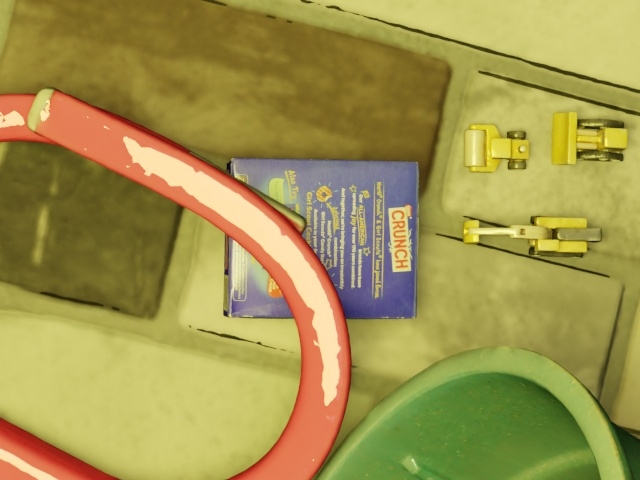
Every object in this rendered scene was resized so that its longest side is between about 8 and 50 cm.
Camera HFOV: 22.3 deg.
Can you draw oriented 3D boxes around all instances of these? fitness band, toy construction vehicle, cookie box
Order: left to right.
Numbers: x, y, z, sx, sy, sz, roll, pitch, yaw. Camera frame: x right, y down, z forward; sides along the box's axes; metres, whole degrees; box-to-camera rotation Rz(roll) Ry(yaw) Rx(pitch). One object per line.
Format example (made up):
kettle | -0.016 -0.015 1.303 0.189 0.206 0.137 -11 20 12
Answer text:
fitness band | -0.122 0.042 0.872 0.291 0.054 0.209 28 92 3
cookie box | 0.000 0.000 0.923 0.107 0.040 0.091 1 90 -8
toy construction vehicle | 0.132 -0.034 0.947 0.098 0.035 0.085 4 88 -9

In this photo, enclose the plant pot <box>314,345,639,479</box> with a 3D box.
plant pot | 0.162 0.272 0.801 0.334 0.341 0.341 26 85 -23
